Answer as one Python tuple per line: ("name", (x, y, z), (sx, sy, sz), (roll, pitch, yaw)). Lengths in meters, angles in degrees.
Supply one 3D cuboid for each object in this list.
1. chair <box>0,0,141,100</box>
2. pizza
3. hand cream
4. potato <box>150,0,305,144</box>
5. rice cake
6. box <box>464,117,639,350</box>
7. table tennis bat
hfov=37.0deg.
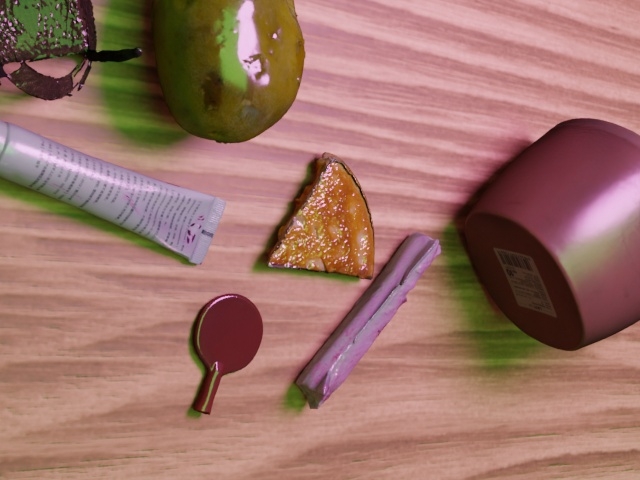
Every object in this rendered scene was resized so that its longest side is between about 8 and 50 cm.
("chair", (-0.274, -0.228, 0.956), (0.149, 0.213, 0.174), (-14, 103, -17))
("pizza", (0.000, 0.000, 1.254), (0.176, 0.036, 0.184), (-40, 117, -22))
("hand cream", (-0.246, -0.059, 1.064), (0.331, 0.058, 0.085), (23, 85, -36))
("potato", (-0.105, -0.235, 1.094), (0.186, 0.149, 0.253), (25, 72, -50))
("rice cake", (0.072, 0.104, 1.288), (0.051, 0.081, 0.290), (44, 70, -16))
("box", (0.359, -0.002, 1.361), (0.216, 0.301, 0.301), (-33, 112, -19))
("table tennis bat", (-0.123, 0.142, 1.196), (0.098, 0.019, 0.154), (26, 78, -34))
